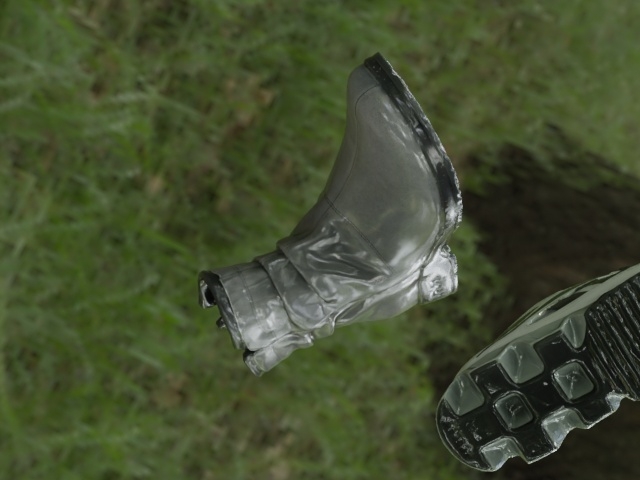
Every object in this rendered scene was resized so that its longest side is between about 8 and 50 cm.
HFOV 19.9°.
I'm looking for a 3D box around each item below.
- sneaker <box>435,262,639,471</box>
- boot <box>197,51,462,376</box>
[{"bbox_3d":[0.251,0.068,1.487,0.122,0.330,0.146,62,22,-13],"label":"sneaker"},{"bbox_3d":[0.000,0.000,1.552,0.223,0.118,0.338,-24,145,-8],"label":"boot"}]
